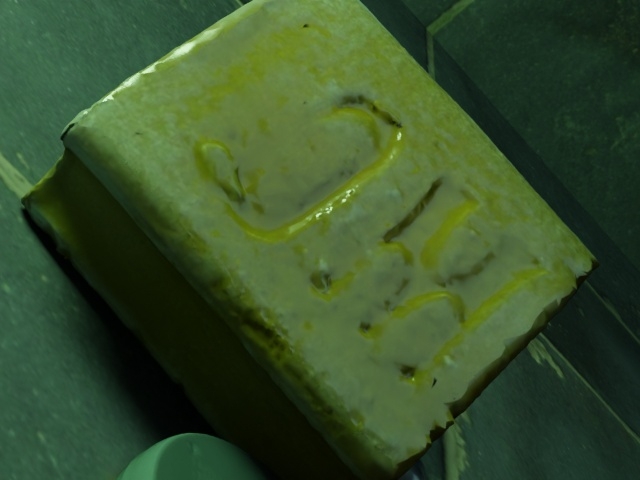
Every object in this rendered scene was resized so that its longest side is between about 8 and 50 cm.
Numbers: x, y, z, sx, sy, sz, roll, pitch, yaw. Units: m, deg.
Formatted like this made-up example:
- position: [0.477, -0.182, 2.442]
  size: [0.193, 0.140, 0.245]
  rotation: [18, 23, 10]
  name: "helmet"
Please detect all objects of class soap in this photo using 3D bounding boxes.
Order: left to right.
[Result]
- position: [0.000, 0.000, 1.199]
  size: [0.335, 0.156, 0.293]
  rotation: [49, 56, 5]
  name: "soap"

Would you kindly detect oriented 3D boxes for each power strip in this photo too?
- position: [-0.063, 0.209, 0.998]
  size: [0.167, 0.054, 0.253]
  rotation: [43, 19, -19]
  name: "power strip"

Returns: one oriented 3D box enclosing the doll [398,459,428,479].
- position: [0.047, 0.176, 1.335]
  size: [0.227, 0.057, 0.114]
  rotation: [56, 16, -10]
  name: "doll"
